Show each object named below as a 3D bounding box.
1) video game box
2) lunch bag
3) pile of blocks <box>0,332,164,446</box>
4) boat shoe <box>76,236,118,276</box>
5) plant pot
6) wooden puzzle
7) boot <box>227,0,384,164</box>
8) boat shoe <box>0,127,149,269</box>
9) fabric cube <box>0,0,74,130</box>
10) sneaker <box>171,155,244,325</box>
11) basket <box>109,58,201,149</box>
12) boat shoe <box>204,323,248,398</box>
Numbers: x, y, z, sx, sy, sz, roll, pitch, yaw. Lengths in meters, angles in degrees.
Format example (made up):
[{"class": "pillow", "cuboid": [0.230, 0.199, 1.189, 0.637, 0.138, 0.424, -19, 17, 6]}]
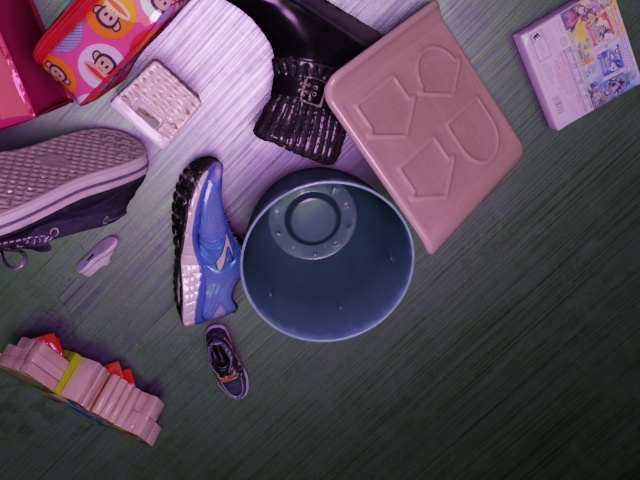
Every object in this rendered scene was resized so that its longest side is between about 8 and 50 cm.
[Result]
[{"class": "video game box", "cuboid": [0.487, -0.344, 1.224, 0.187, 0.048, 0.205, -29, 112, 5]}, {"class": "lunch bag", "cuboid": [-0.277, -0.344, 0.964, 0.258, 0.293, 0.120, -38, 113, 17]}, {"class": "pile of blocks", "cuboid": [-0.463, 0.283, 1.302, 0.362, 0.148, 0.113, 42, 57, -29]}, {"class": "boat shoe", "cuboid": [-0.420, 0.033, 1.240, 0.100, 0.035, 0.035, -42, 138, 4]}, {"class": "plant pot", "cuboid": [0.000, 0.000, 1.177, 0.292, 0.235, 0.293, -2, 111, -6]}, {"class": "wooden puzzle", "cuboid": [0.184, -0.198, 1.142, 0.322, 0.080, 0.348, -43, 107, -29]}, {"class": "boot", "cuboid": [-0.070, -0.300, 1.110, 0.347, 0.131, 0.260, 25, 105, -17]}, {"class": "boat shoe", "cuboid": [-0.480, -0.049, 1.004, 0.186, 0.500, 0.156, 35, 125, 19]}, {"class": "fabric cube", "cuboid": [-0.566, -0.277, 0.973, 0.258, 0.254, 0.259, -18, 108, -3]}, {"class": "sneaker", "cuboid": [-0.200, 0.000, 1.225, 0.147, 0.130, 0.330, -5, 115, -22]}, {"class": "basket", "cuboid": [-0.272, -0.235, 1.090, 0.113, 0.167, 0.103, 42, 93, -20]}, {"class": "boat shoe", "cuboid": [-0.195, 0.267, 1.332, 0.065, 0.083, 0.184, -18, 112, -1]}]
